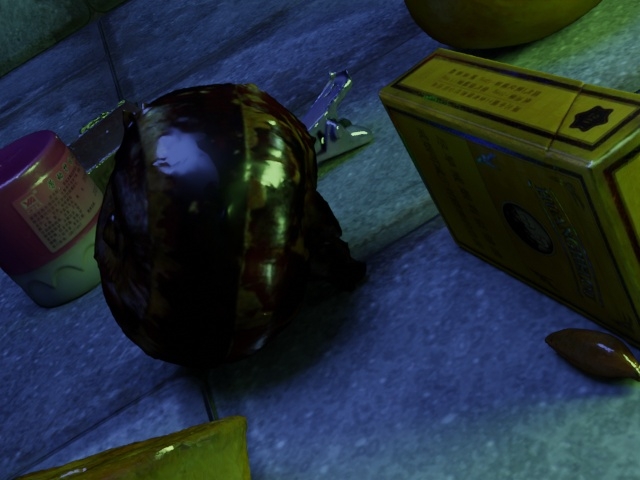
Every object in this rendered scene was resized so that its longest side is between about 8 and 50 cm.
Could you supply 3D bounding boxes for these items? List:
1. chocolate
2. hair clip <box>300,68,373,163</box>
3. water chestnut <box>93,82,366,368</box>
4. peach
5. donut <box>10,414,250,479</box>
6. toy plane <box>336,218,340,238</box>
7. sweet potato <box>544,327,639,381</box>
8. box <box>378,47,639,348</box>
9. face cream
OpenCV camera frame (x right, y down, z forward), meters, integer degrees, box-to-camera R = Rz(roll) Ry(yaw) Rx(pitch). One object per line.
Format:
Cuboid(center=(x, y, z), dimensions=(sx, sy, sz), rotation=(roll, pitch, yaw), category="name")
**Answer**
Cuboid(center=(-0.379, -0.094, 1.501), dimensions=(0.321, 0.112, 0.112), rotation=(-42, 38, -20), category="chocolate")
Cuboid(center=(-0.037, -0.098, 1.207), dimensions=(0.278, 0.090, 0.137), rotation=(-45, 32, -14), category="hair clip")
Cuboid(center=(-0.085, -0.013, 0.947), dimensions=(0.300, 0.300, 0.300), rotation=(-23, 29, 14), category="water chestnut")
Cuboid(center=(0.238, -0.391, 1.205), dimensions=(0.332, 0.308, 0.308), rotation=(-30, 23, 40), category="peach")
Cuboid(center=(-0.186, 0.222, 0.691), dimensions=(0.302, 0.110, 0.303), rotation=(-18, -7, -2), category="donut")
Cuboid(center=(0.000, 0.000, 1.063), dimensions=(0.078, 0.031, 0.083), rotation=(-21, 30, 44), category="toy plane")
Cuboid(center=(0.209, 0.086, 0.722), dimensions=(0.034, 0.034, 0.095), rotation=(-43, 33, -22), category="sweet potato")
Cuboid(center=(0.185, -0.043, 0.783), dimensions=(0.084, 0.193, 0.301), rotation=(-38, 29, -9), category="box")
Cuboid(center=(-0.389, -0.030, 1.311), dimensions=(0.175, 0.195, 0.175), rotation=(-25, 29, 15), category="face cream")
